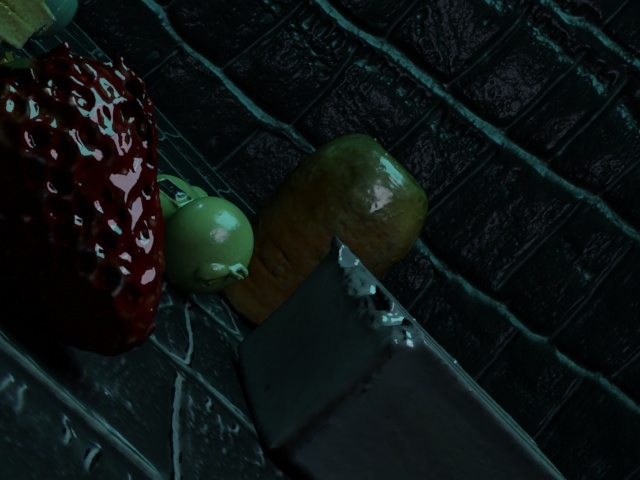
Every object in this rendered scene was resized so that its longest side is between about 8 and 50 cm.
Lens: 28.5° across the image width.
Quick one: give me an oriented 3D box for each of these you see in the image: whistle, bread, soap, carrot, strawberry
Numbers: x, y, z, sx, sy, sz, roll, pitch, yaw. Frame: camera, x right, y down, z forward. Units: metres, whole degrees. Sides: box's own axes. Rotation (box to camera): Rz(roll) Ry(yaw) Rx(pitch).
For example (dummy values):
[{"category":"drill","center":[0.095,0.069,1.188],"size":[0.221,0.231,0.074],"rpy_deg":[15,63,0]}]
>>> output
[{"category":"whistle","center":[-0.199,-0.016,1.703],"size":[0.294,0.141,0.141],"rpy_deg":[26,-10,40]},{"category":"bread","center":[-0.532,-0.403,1.821],"size":[0.239,0.111,0.246],"rpy_deg":[40,-4,35]},{"category":"soap","center":[0.120,0.247,1.545],"size":[0.435,0.213,0.350],"rpy_deg":[45,1,-23]},{"category":"carrot","center":[0.000,0.000,1.945],"size":[0.224,0.340,0.224],"rpy_deg":[46,8,-8]},{"category":"strawberry","center":[-0.205,-0.022,1.021],"size":[0.244,0.205,0.205],"rpy_deg":[61,4,4]}]

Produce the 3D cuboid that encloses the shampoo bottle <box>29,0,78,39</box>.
[{"category":"shampoo bottle","center":[-0.579,-0.500,2.244],"size":[0.349,0.151,0.222],"rpy_deg":[43,-1,-39]}]

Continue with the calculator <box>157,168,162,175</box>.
[{"category":"calculator","center":[-0.318,-0.133,2.263],"size":[0.094,0.019,0.141],"rpy_deg":[45,5,-10]}]

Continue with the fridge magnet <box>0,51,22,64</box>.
[{"category":"fridge magnet","center":[-0.394,-0.197,1.668],"size":[0.143,0.063,0.143],"rpy_deg":[47,5,-5]}]
